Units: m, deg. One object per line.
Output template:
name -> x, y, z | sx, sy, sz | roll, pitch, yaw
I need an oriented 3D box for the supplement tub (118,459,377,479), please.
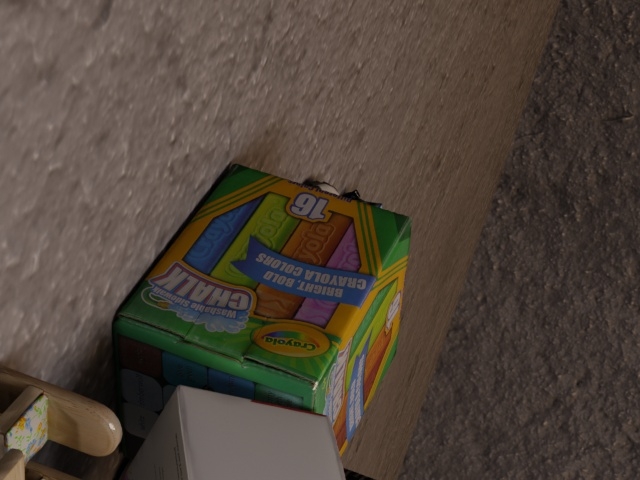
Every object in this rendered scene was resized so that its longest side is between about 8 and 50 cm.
supplement tub -> -0.026, 0.291, 1.121 | 0.193, 0.316, 0.193 | 18, 90, -76

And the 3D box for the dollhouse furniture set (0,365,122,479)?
dollhouse furniture set -> -0.184, 0.245, 0.758 | 0.212, 0.161, 0.242 | -54, 158, -52

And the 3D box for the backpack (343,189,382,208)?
backpack -> 0.044, 0.008, 1.534 | 0.114, 0.084, 0.105 | -42, 145, -59

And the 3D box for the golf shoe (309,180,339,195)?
golf shoe -> 0.000, 0.000, 1.330 | 0.198, 0.094, 0.077 | -53, 156, -58

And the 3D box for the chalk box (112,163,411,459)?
chalk box -> -0.057, 0.103, 1.047 | 0.289, 0.179, 0.180 | -59, 160, -45

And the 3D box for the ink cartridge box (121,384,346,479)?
ink cartridge box -> -0.076, 0.218, 0.905 | 0.176, 0.128, 0.127 | -58, -149, 33
